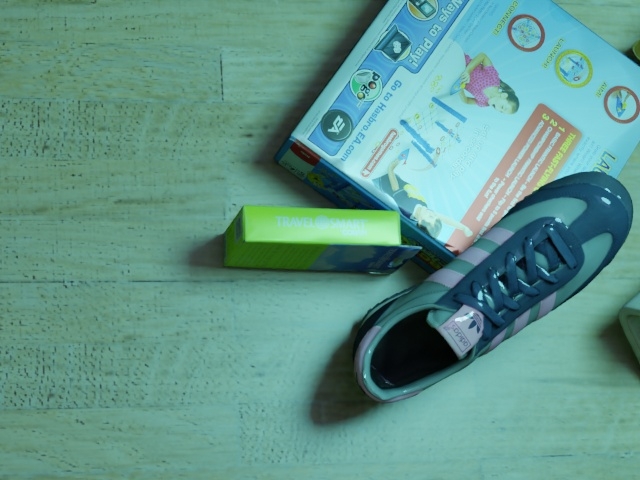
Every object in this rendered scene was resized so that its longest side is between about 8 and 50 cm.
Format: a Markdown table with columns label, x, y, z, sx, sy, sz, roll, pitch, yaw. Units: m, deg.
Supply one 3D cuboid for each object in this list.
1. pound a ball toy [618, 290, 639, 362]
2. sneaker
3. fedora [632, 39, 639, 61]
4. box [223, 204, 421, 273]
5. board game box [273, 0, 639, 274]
| label | x | y | z | sx | sy | sz | roll | pitch | yaw |
| --- | --- | --- | --- | --- | --- | --- | --- | --- | --- |
| pound a ball toy | 0.449 | 0.088 | 1.732 | 0.319 | 0.136 | 0.208 | -38 | 113 | -20 |
| sneaker | 0.165 | 0.057 | 1.566 | 0.319 | 0.131 | 0.112 | -38 | 99 | 19 |
| fedora | 0.434 | -0.216 | 1.763 | 0.194 | 0.194 | 0.079 | 0 | 116 | -14 |
| box | 0.000 | 0.000 | 1.631 | 0.178 | 0.109 | 0.042 | 2 | 75 | -14 |
| board game box | 0.161 | -0.122 | 1.716 | 0.302 | 0.086 | 0.308 | 37 | 70 | -4 |
